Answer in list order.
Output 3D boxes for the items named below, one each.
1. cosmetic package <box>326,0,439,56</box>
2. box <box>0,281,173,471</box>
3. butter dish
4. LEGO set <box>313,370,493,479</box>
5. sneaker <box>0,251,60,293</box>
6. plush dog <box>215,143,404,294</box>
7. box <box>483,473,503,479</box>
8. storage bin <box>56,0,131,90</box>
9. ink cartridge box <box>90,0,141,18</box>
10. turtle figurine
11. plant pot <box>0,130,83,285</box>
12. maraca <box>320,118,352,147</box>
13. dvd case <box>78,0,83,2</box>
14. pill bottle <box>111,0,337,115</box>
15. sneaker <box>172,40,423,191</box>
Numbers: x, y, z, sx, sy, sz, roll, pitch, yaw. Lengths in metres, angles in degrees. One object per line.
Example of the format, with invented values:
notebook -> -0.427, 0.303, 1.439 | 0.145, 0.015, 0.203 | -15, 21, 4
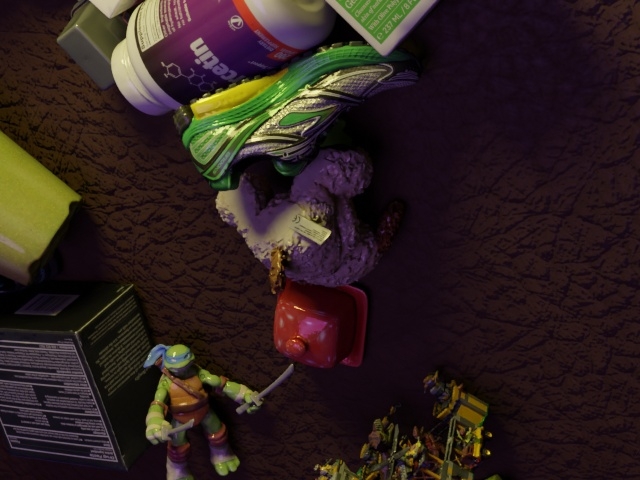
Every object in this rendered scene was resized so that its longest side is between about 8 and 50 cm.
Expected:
cosmetic package -> 0.032, -0.439, 1.454 | 0.365, 0.155, 0.197 | 42, 131, -2
box -> -0.458, 0.241, 2.118 | 0.296, 0.183, 0.294 | 1, 117, 30
butter dish -> -0.017, 0.144, 1.858 | 0.160, 0.118, 0.160 | 18, 126, 20
LEGO set -> 0.100, 0.343, 1.829 | 0.192, 0.255, 0.331 | 31, 138, -12
sneaker -> -0.612, 0.038, 2.132 | 0.267, 0.106, 0.101 | 5, 122, 28
plush dog -> 0.000, 0.000, 1.713 | 0.262, 0.210, 0.225 | -19, 152, 32
box -> 0.274, 0.462, 1.938 | 0.109, 0.042, 0.178 | 48, 129, -6
storage bin -> -0.327, -0.300, 1.760 | 0.098, 0.091, 0.135 | -27, 116, 37
ink cartridge box -> -0.250, -0.420, 1.646 | 0.067, 0.115, 0.198 | 43, 128, -1
turtle figurine -> -0.202, 0.328, 2.023 | 0.275, 0.198, 0.266 | 15, 128, 25
plant pot -> -0.555, -0.061, 1.962 | 0.254, 0.276, 0.276 | 33, 130, -6
maraca -> -0.047, -0.164, 1.704 | 0.186, 0.099, 0.127 | 21, 135, -12
dvd case -> -0.376, -0.498, 1.723 | 0.179, 0.029, 0.238 | 40, 130, 2
pill bottle -> -0.144, -0.294, 1.620 | 0.323, 0.181, 0.181 | -25, 104, 37
sneaker -> -0.018, -0.170, 1.590 | 0.344, 0.134, 0.146 | -22, 87, 6
